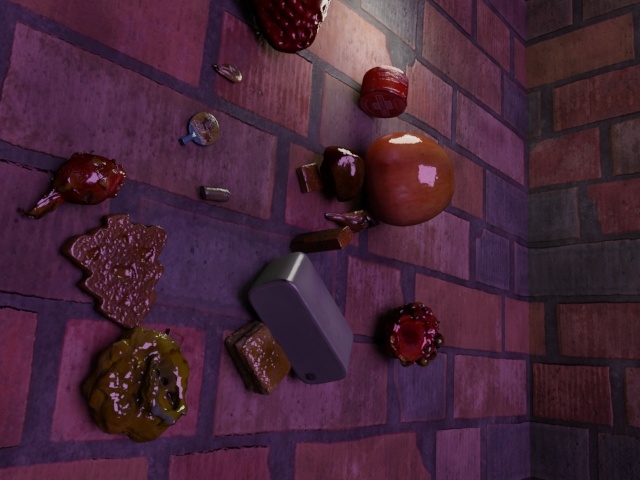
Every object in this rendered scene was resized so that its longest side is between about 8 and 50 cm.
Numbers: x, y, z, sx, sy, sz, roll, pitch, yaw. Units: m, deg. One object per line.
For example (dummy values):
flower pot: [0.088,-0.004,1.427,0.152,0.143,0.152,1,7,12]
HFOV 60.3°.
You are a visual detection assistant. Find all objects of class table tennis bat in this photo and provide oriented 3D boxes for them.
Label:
table tennis bat: [-0.355,-0.319,1.617,0.155,0.019,0.100,-44,117,-43]

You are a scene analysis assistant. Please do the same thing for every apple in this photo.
apple: [0.331,-0.227,2.079,0.364,0.364,0.363,8,79,-46]

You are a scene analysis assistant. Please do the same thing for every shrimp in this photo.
shrimp: [-0.288,-0.531,1.716,0.108,0.023,0.059,26,57,-42]

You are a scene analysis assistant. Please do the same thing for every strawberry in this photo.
strawberry: [-0.096,-0.794,1.793,0.318,0.295,0.345,-6,118,-13]

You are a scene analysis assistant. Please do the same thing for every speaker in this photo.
speaker: [-0.049,0.244,1.739,0.406,0.183,0.184,61,28,-22]

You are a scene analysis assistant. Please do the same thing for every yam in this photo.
yam: [-0.312,-0.137,1.621,0.094,0.043,0.043,1,84,-46]

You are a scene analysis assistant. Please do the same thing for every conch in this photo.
conch: [0.122,-0.069,2.057,0.233,0.086,0.080,-13,135,-35]

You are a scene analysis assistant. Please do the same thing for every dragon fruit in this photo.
dragon fruit: [-0.577,-0.121,1.288,0.246,0.125,0.125,-38,83,-22]
dragon fruit: [0.368,0.352,2.148,0.228,0.243,0.307,29,61,2]

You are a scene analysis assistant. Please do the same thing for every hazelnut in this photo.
hazelnut: [0.075,-0.234,1.965,0.170,0.161,0.201,-53,155,-54]

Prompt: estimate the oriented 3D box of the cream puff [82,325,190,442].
cream puff: [-0.419,0.350,1.328,0.282,0.185,0.281,1,88,-41]

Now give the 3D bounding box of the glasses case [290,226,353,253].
glasses case: [0.000,0.000,1.807,0.075,0.218,0.049,-43,115,-41]

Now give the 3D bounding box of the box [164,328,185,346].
box: [-0.402,0.284,1.479,0.051,0.023,0.082,37,59,-36]

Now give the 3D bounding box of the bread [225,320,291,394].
bread: [-0.183,0.349,1.650,0.138,0.102,0.196,-39,110,-47]

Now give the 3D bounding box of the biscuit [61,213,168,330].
biscuit: [-0.502,0.083,1.384,0.278,0.043,0.301,-5,89,-49]

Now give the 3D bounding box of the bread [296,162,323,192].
bread: [-0.036,-0.218,1.933,0.090,0.035,0.094,-23,101,-47]

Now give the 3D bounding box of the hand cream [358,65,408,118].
hand cream: [0.251,-0.584,2.179,0.193,0.193,0.125,31,61,-41]
